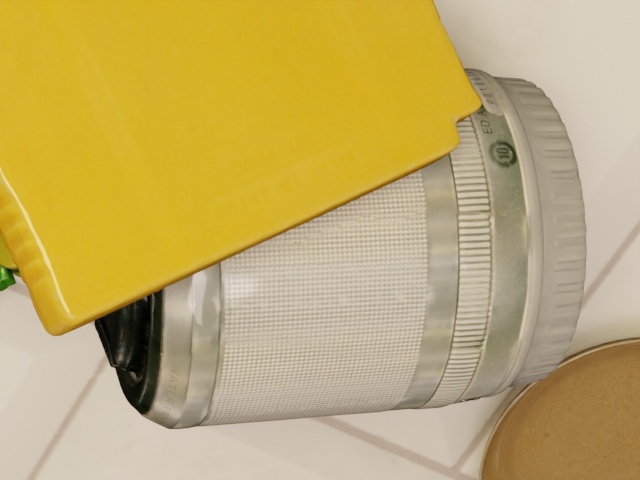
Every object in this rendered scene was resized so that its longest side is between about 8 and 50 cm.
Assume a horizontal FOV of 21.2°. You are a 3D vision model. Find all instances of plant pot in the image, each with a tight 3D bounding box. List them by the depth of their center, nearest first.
[{"bbox_3d":[0.235,0.167,1.314,0.236,0.032,0.236,-3,120,-5],"label":"plant pot"}]

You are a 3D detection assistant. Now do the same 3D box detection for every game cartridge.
[{"bbox_3d":[-0.090,-0.148,0.919,0.285,0.053,0.323,-25,88,-29],"label":"game cartridge"}]

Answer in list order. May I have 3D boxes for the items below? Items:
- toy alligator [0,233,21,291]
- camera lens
[{"bbox_3d":[-0.202,-0.005,1.158,0.190,0.056,0.051,-29,82,-4],"label":"toy alligator"},{"bbox_3d":[0.000,0.000,1.068,0.274,0.219,0.219,-3,121,-16],"label":"camera lens"}]
